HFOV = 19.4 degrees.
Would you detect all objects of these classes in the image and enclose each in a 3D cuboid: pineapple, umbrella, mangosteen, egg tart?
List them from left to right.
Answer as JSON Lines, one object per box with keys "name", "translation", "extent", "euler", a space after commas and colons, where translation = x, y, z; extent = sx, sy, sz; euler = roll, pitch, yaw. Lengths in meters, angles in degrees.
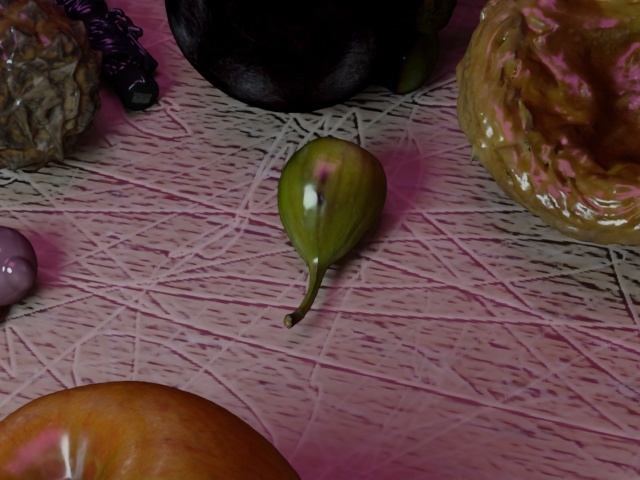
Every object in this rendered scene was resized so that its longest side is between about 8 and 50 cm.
{"name": "pineapple", "translation": [-0.341, -0.183, 1.709], "extent": [0.175, 0.175, 0.361], "euler": [-36, 40, -20]}
{"name": "umbrella", "translation": [-0.218, -0.202, 1.749], "extent": [0.080, 0.071, 0.224], "euler": [-43, 55, 10]}
{"name": "mangosteen", "translation": [0.013, -0.242, 1.617], "extent": [0.302, 0.275, 0.275], "euler": [2, 47, -15]}
{"name": "egg tart", "translation": [0.286, -0.118, 1.527], "extent": [0.352, 0.150, 0.352], "euler": [-7, 53, 9]}

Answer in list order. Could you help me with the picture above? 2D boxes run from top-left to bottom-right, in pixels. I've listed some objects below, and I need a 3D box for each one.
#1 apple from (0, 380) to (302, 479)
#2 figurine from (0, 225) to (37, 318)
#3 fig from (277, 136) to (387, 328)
{"name": "apple", "translation": [-0.129, 0.229, 1.224], "extent": [0.299, 0.275, 0.299], "euler": [-9, 46, 10]}
{"name": "figurine", "translation": [-0.271, 0.021, 1.562], "extent": [0.067, 0.071, 0.083], "euler": [-1, 40, -51]}
{"name": "fig", "translation": [-0.011, -0.007, 1.539], "extent": [0.093, 0.093, 0.166], "euler": [24, 78, 28]}
